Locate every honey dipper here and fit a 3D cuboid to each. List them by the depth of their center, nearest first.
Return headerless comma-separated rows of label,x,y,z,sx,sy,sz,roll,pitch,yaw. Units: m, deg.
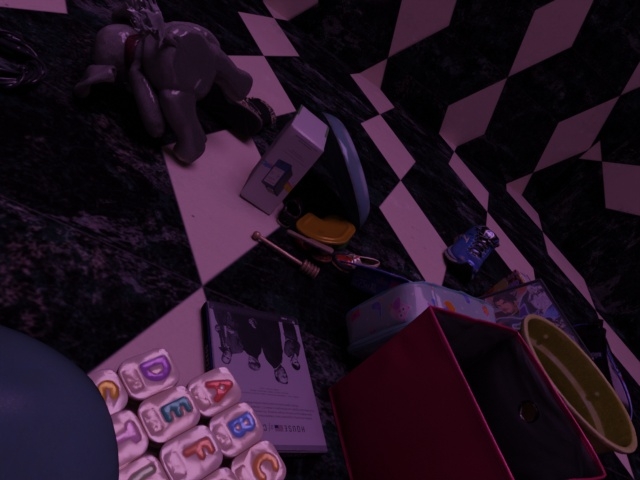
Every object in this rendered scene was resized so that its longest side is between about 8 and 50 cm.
honey dipper,-0.076,0.029,0.957,0.161,0.030,0.030,32,31,-8

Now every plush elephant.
plush elephant,-0.357,-0.361,0.951,0.255,0.272,0.330,16,-20,28

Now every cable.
cable,-0.584,-0.333,0.820,0.184,0.047,0.150,49,25,17

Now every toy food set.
toy food set,0.000,0.000,1.053,0.128,0.071,0.218,22,25,13

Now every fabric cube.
fabric cube,0.210,0.296,0.708,0.259,0.258,0.254,19,36,-35

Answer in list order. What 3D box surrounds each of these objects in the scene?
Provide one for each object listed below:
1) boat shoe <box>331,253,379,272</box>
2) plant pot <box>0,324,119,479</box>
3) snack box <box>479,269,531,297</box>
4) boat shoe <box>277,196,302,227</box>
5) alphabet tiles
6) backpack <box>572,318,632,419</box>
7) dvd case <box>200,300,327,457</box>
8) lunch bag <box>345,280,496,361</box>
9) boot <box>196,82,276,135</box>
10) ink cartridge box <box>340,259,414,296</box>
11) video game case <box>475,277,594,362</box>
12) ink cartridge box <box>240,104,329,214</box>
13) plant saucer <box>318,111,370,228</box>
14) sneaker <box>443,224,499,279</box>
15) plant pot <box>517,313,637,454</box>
boat shoe,0.085,0.053,1.095,0.137,0.043,0.049,17,40,-35
plant pot,-0.283,0.173,0.280,0.293,0.293,0.235,57,17,24
snack box,0.566,0.218,1.313,0.070,0.174,0.207,21,35,-30
boat shoe,-0.065,-0.075,1.090,0.049,0.042,0.133,37,28,-5
alphabet tiles,-0.175,0.261,0.503,0.278,0.021,0.284,-14,60,-47
backpack,0.607,0.368,1.107,0.213,0.276,0.263,45,29,-44
dvd case,-0.091,0.210,0.696,0.179,0.029,0.238,19,37,-34
lunch bag,0.200,0.183,0.887,0.279,0.224,0.108,20,51,-32
boot,-0.239,-0.382,1.255,0.236,0.085,0.178,37,23,-1
ink cartridge box,0.205,0.123,1.034,0.311,0.065,0.186,23,-4,-33
video game case,0.463,0.232,1.106,0.248,0.275,0.035,-100,168,-48
ink cartridge box,-0.082,-0.186,1.044,0.093,0.212,0.154,36,29,-16
plant saucer,0.066,-0.186,1.183,0.317,0.044,0.317,160,-90,-88
sneaker,0.529,0.019,1.561,0.130,0.147,0.330,43,30,2
plant pot,0.404,0.331,0.895,0.276,0.254,0.276,30,32,-21
